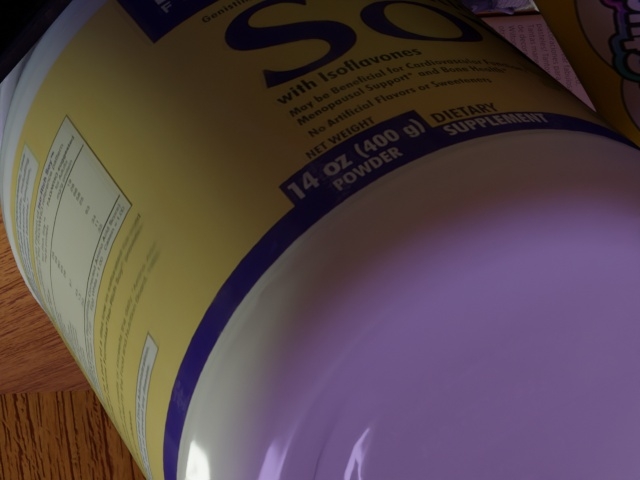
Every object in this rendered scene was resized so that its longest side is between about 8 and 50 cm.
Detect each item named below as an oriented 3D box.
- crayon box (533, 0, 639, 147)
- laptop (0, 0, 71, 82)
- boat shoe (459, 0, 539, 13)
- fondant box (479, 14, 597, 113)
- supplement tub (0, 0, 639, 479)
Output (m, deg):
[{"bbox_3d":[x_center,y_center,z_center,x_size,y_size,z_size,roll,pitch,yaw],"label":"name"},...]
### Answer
[{"bbox_3d":[0.214,-0.167,0.647,0.313,0.106,0.363,-11,145,23],"label":"crayon box"},{"bbox_3d":[-0.222,0.009,0.736,0.382,0.408,0.236,-49,133,2],"label":"laptop"},{"bbox_3d":[0.065,-0.160,0.908,0.092,0.103,0.285,-17,173,18],"label":"boat shoe"},{"bbox_3d":[0.107,-0.027,1.245,0.330,0.238,0.096,-5,168,-13],"label":"fondant box"},{"bbox_3d":[0.000,0.000,0.793,0.241,0.241,0.331,-2,-150,-29],"label":"supplement tub"}]
